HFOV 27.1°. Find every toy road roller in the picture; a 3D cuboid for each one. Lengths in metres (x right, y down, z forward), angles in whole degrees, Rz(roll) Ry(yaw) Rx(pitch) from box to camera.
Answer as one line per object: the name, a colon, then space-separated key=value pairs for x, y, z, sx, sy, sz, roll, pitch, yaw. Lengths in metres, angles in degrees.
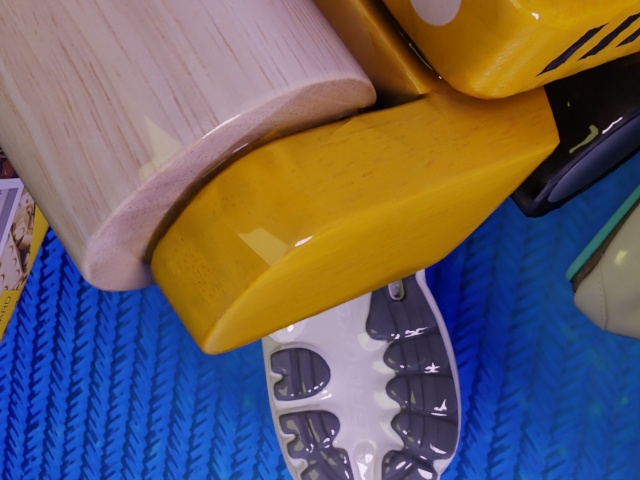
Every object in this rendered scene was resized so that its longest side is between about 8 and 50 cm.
toy road roller: x=0.041 y=-0.130 z=0.481 sx=0.202 sy=0.329 sz=0.240 roll=55 pitch=137 yaw=14

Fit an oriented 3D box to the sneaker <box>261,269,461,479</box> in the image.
sneaker: x=0.000 y=0.000 z=0.642 sx=0.107 sy=0.110 sz=0.275 roll=-2 pitch=78 yaw=-7

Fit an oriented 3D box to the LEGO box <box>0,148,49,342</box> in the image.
LEGO box: x=-0.275 y=-0.040 z=0.559 sx=0.193 sy=0.372 sz=0.500 roll=23 pitch=93 yaw=14

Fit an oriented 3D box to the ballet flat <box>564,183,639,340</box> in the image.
ballet flat: x=0.197 y=-0.048 z=0.547 sx=0.086 sy=0.086 sz=0.248 roll=41 pitch=122 yaw=18
